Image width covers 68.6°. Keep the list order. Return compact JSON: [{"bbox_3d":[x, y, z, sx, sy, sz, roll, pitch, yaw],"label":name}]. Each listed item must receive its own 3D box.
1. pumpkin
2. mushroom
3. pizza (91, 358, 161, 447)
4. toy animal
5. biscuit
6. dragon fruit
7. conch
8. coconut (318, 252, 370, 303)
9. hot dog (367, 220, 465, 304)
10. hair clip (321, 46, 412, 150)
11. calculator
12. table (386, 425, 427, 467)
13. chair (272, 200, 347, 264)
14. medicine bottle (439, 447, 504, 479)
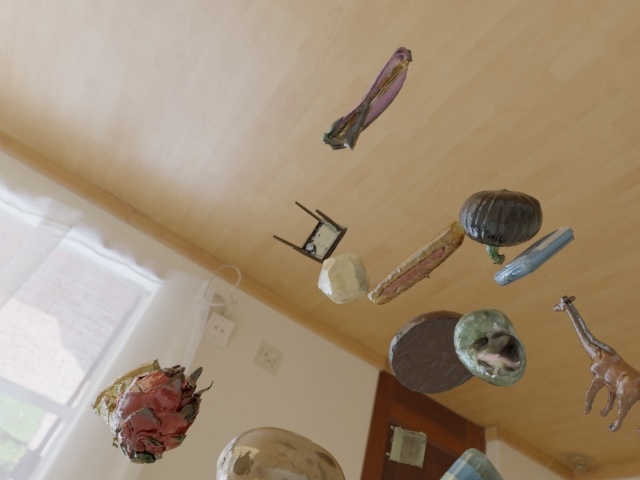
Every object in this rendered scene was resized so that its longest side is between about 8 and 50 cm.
[{"bbox_3d":[0.562,-0.042,1.485,0.248,0.248,0.248,10,137,9],"label":"pumpkin"},{"bbox_3d":[-0.113,0.666,1.247,0.363,0.294,0.362,19,163,6],"label":"mushroom"},{"bbox_3d":[-0.598,0.519,1.472,0.280,0.288,0.075,-39,129,-5],"label":"pizza"},{"bbox_3d":[0.554,0.241,0.936,0.067,0.224,0.229,-6,100,-20],"label":"toy animal"},{"bbox_3d":[0.479,0.459,1.941,0.408,0.091,0.407,-2,118,-5],"label":"biscuit"},{"bbox_3d":[-0.378,0.397,1.122,0.193,0.274,0.192,14,132,12],"label":"dragon fruit"},{"bbox_3d":[0.500,0.302,1.385,0.195,0.277,0.220,48,133,-8],"label":"conch"},{"bbox_3d":[0.073,0.127,1.529,0.162,0.161,0.161,-16,130,9],"label":"coconut"},{"bbox_3d":[0.215,0.058,1.064,0.061,0.088,0.286,44,126,-3],"label":"hot dog"},{"bbox_3d":[0.143,-0.375,1.282,0.110,0.358,0.096,42,166,-23],"label":"hair clip"},{"bbox_3d":[0.473,0.036,1.039,0.039,0.210,0.121,55,156,11],"label":"calculator"},{"bbox_3d":[0.216,0.519,1.185,0.083,0.079,0.062,12,167,2],"label":"table"},{"bbox_3d":[0.000,0.000,1.681,0.272,0.166,0.188,36,174,-35],"label":"chair"},{"bbox_3d":[0.204,0.433,0.745,0.090,0.208,0.054,54,161,-9],"label":"medicine bottle"}]
